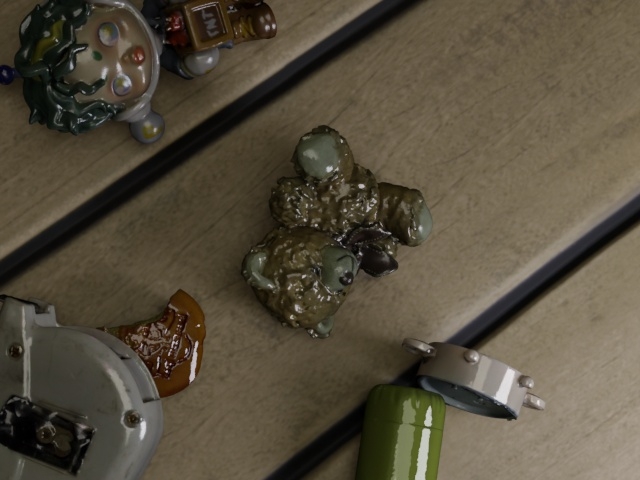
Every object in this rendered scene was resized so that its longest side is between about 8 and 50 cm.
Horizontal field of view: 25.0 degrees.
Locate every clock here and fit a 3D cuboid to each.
[{"bbox_3d":[0.210,0.197,1.995,0.229,0.155,0.063,25,77,-17],"label":"clock"}]

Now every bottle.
[{"bbox_3d":[0.102,0.332,1.974,0.112,0.112,0.260,11,80,-10],"label":"bottle"}]

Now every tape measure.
[{"bbox_3d":[-0.338,0.225,1.850,0.265,0.130,0.258,19,90,11],"label":"tape measure"}]

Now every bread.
[{"bbox_3d":[-0.222,0.149,1.948,0.156,0.086,0.125,-25,89,-13],"label":"bread"}]

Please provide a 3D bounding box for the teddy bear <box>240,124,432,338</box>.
[{"bbox_3d":[0.000,0.000,1.985,0.267,0.156,0.256,37,69,-35],"label":"teddy bear"}]

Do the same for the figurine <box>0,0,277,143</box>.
[{"bbox_3d":[-0.242,-0.266,1.965,0.381,0.186,0.261,-21,97,-20],"label":"figurine"}]
